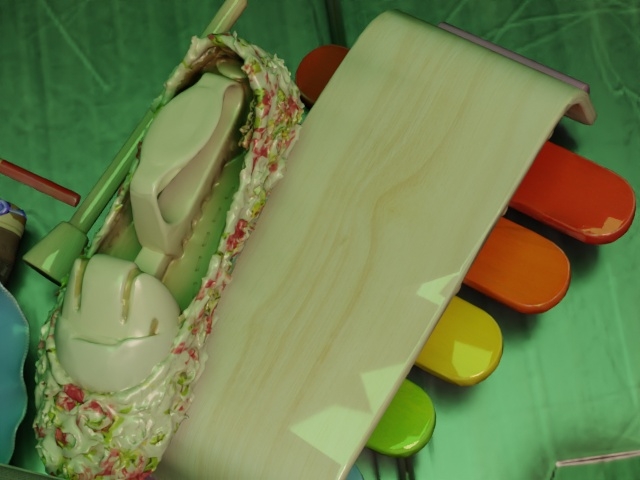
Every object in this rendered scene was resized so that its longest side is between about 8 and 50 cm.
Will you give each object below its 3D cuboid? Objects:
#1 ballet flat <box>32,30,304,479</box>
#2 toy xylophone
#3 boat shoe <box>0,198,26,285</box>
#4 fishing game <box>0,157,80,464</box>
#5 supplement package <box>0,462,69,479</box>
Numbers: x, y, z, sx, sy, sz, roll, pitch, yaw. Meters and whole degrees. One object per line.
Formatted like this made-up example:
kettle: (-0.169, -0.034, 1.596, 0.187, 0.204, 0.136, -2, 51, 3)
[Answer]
ballet flat: (-0.081, 0.003, 0.718, 0.091, 0.077, 0.241, 14, 71, 17)
toy xylophone: (0.000, 0.000, 0.792, 0.236, 0.081, 0.322, 35, 77, 22)
boat shoe: (-0.234, -0.005, 0.803, 0.152, 0.056, 0.049, 5, 68, 0)
fishing game: (-0.237, 0.063, 0.759, 0.189, 0.041, 0.264, 26, 91, 8)
supplement package: (-0.097, 0.247, 0.629, 0.204, 0.145, 0.261, 17, 90, -12)
